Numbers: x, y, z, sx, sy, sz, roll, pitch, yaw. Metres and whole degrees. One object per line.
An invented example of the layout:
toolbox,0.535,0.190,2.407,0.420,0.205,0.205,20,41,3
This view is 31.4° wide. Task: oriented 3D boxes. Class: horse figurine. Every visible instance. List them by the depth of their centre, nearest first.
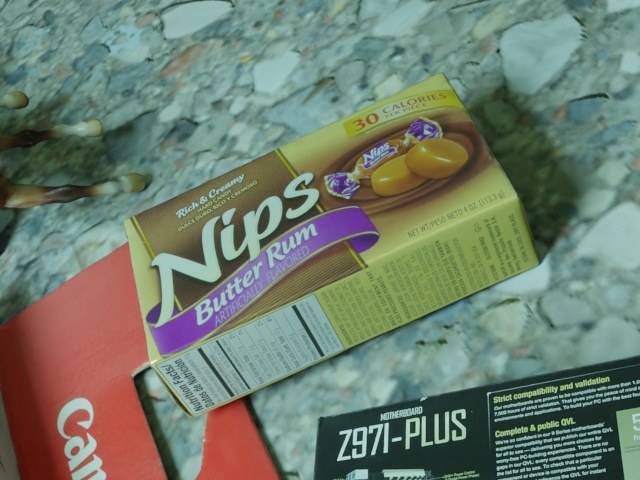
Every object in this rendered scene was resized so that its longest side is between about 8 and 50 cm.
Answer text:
horse figurine,-0.238,-0.060,0.709,0.263,0.066,0.175,22,25,40

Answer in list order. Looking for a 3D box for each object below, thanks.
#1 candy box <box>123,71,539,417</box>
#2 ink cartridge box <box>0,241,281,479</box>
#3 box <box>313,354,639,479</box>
candy box,0.000,0.000,0.568,0.187,0.053,0.109,-23,43,3
ink cartridge box,-0.163,0.126,0.560,0.261,0.066,0.296,-34,43,2
box,0.089,0.125,0.392,0.180,0.077,0.147,-15,47,20
